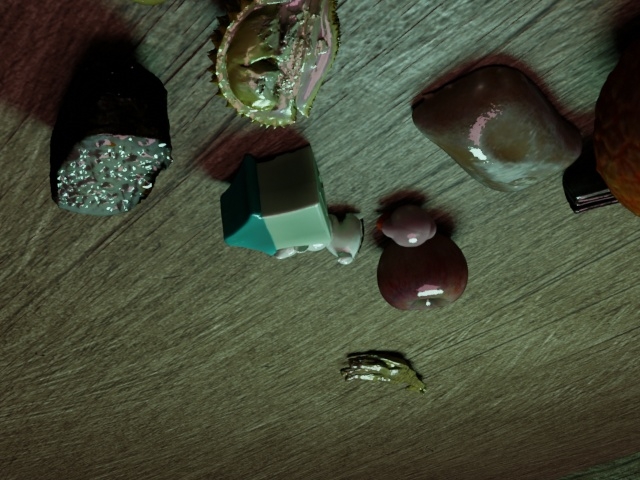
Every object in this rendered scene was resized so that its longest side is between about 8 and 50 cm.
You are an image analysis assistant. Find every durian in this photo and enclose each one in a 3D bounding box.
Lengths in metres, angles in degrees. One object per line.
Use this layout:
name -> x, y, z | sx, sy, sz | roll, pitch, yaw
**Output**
durian -> -0.046, -0.228, 0.972 | 0.146, 0.102, 0.208 | 15, 121, -39

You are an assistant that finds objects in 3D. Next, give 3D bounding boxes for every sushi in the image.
sushi -> -0.251, -0.122, 1.070 | 0.124, 0.127, 0.225 | 5, 157, -23

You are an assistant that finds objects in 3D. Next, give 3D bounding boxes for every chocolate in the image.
chocolate -> 0.247, -0.129, 1.225 | 0.161, 0.083, 0.261 | -29, 144, 31

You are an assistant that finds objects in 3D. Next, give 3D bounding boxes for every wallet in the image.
wallet -> 0.512, -0.103, 1.299 | 0.317, 0.044, 0.169 | -13, -169, 13

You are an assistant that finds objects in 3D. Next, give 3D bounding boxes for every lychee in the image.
lychee -> 0.471, -0.129, 1.120 | 0.255, 0.255, 0.300 | -18, 134, 19

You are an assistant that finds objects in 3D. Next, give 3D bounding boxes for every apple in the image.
apple -> 0.167, 0.050, 1.494 | 0.153, 0.120, 0.153 | -7, 160, -3

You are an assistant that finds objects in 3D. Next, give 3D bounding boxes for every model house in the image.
model house -> -0.067, -0.051, 1.273 | 0.149, 0.100, 0.127 | -12, 151, 3

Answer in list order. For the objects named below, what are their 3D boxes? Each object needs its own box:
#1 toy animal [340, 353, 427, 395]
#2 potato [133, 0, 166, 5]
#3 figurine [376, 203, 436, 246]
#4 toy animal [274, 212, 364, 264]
toy animal -> 0.160, 0.299, 2.020 | 0.275, 0.054, 0.149 | 14, 148, -35
potato -> -0.171, -0.282, 0.862 | 0.096, 0.066, 0.103 | 16, 151, -12
figurine -> 0.135, -0.023, 1.407 | 0.083, 0.071, 0.067 | -6, 111, -20
toy animal -> 0.001, -0.006, 1.403 | 0.124, 0.085, 0.071 | 13, 163, -23
